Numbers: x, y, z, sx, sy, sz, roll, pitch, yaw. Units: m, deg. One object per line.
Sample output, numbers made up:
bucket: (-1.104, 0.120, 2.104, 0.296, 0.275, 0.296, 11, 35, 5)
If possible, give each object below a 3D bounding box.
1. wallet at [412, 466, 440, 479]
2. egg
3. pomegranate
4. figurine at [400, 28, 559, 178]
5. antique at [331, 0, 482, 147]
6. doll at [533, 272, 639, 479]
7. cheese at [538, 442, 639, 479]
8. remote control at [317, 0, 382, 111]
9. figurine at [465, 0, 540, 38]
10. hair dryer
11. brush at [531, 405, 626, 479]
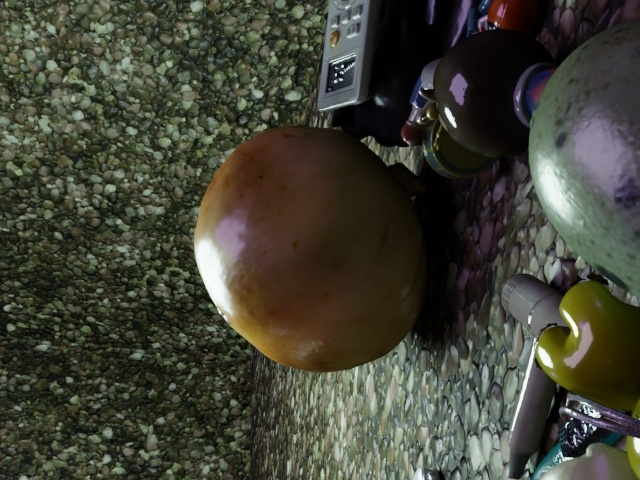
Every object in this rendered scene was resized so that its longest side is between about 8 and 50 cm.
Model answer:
wallet: (0.140, 0.408, 1.194, 0.095, 0.033, 0.190, -97, 16, -48)
egg: (0.240, -0.047, 0.551, 0.177, 0.177, 0.228, 108, 151, -46)
pomegranate: (0.000, 0.000, 1.327, 0.411, 0.412, 0.411, -173, 90, -80)
figurine: (0.196, -0.159, 0.960, 0.275, 0.161, 0.158, -178, 71, -81)
antique: (0.130, -0.265, 1.265, 0.322, 0.185, 0.255, -137, 56, -72)
doll: (0.241, 0.116, 0.538, 0.143, 0.135, 0.221, -63, 21, 21)
cheese: (0.206, 0.278, 0.660, 0.266, 0.127, 0.233, 116, 162, -54)
remote control: (0.059, -0.340, 1.185, 0.109, 0.055, 0.313, -1, 80, 58)
figurine: (0.234, -0.280, 1.045, 0.140, 0.068, 0.075, 154, 125, -71)
hair dryer: (0.224, 0.162, 0.830, 0.195, 0.054, 0.220, -124, 41, -76)
brush: (0.237, 0.204, 0.794, 0.193, 0.032, 0.043, 111, 162, -49)
